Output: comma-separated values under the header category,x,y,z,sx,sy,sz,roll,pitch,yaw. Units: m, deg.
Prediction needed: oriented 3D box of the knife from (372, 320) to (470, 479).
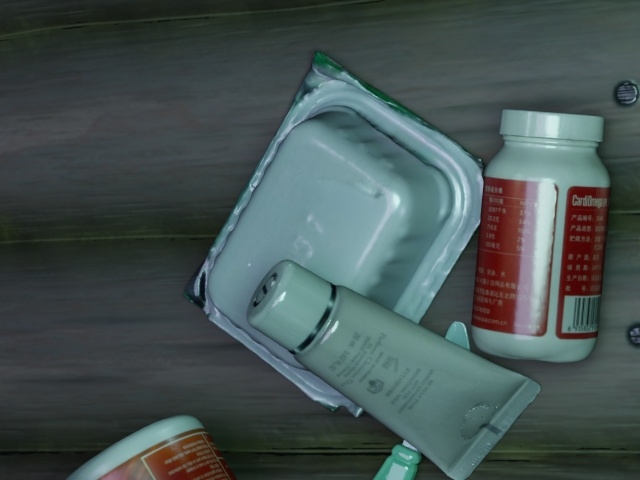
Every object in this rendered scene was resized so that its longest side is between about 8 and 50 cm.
category,x,y,z,sx,sy,sz,roll,pitch,yaw
knife,0.112,0.213,2.040,0.063,0.034,0.260,29,101,18

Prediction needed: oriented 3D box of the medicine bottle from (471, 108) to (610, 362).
category,x,y,z,sx,sy,sz,roll,pitch,yaw
medicine bottle,0.226,-0.006,1.920,0.131,0.131,0.250,6,94,26

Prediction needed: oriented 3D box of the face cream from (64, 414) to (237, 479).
category,x,y,z,sx,sy,sz,roll,pitch,yaw
face cream,-0.176,0.319,2.086,0.201,0.201,0.187,-38,76,22

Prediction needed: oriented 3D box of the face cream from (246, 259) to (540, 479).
category,x,y,z,sx,sy,sz,roll,pitch,yaw
face cream,0.069,0.131,1.962,0.314,0.089,0.143,33,106,-16

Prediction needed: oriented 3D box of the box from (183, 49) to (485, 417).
category,x,y,z,sx,sy,sz,roll,pitch,yaw
box,0.000,0.000,2.044,0.264,0.106,0.336,36,106,21
